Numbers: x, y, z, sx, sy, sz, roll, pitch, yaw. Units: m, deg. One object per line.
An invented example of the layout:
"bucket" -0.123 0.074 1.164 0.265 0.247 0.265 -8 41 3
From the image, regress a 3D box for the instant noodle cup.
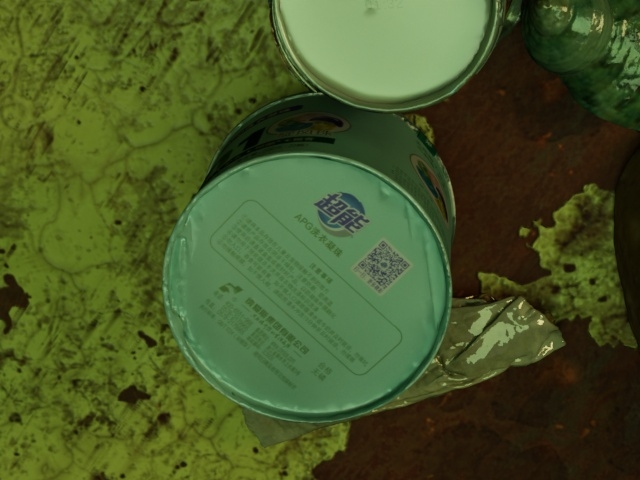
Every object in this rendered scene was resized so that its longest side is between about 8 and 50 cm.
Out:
"instant noodle cup" 0.068 -0.264 1.435 0.296 0.214 0.296 2 111 5

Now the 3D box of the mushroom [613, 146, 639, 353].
"mushroom" 0.443 0.078 1.493 0.224 0.314 0.397 -22 101 10

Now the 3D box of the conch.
"conch" 0.295 -0.214 1.473 0.188 0.122 0.176 14 83 -12

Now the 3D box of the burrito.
"burrito" 0.087 0.143 1.658 0.392 0.076 0.117 -19 106 13

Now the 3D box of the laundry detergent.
"laundry detergent" 0.000 0.000 1.492 0.287 0.305 0.287 2 110 5
